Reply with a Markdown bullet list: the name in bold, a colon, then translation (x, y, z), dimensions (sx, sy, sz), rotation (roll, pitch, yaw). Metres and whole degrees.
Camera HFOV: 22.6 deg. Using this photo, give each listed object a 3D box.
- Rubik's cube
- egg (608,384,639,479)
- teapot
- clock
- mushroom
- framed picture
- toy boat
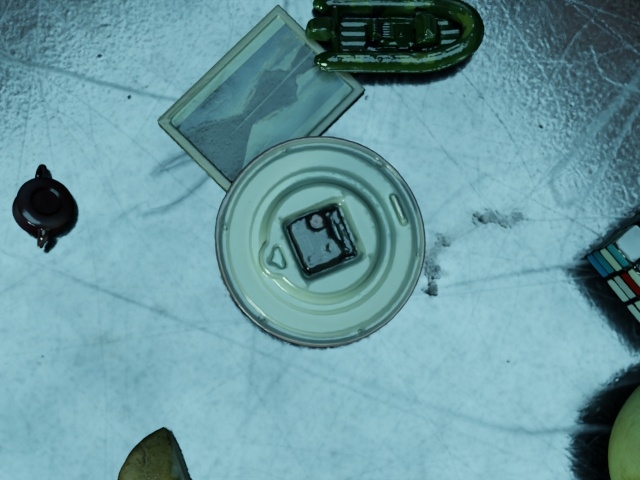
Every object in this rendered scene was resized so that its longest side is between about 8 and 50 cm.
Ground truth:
- **Rubik's cube**: translation (0.417, 0.019, 1.813), dimensions (0.155, 0.154, 0.151), rotation (-41, 86, -7)
- **egg**: translation (0.456, 0.218, 1.761), dimensions (0.295, 0.218, 0.218), rotation (-30, 85, -15)
- **teapot**: translation (-0.322, -0.040, 1.844), dimensions (0.068, 0.045, 0.100), rotation (6, 64, -25)
- **clock**: translation (0.000, 0.000, 1.838), dimensions (0.245, 0.056, 0.244), rotation (0, 87, -6)
- **mushroom**: translation (-0.170, 0.317, 1.795), dimensions (0.094, 0.072, 0.209), rotation (-20, 85, 4)
- **framed picture**: translation (-0.069, -0.158, 1.882), dimensions (0.203, 0.015, 0.150), rotation (-44, 86, -6)
- **toy boat**: translation (0.087, -0.245, 1.879), dimensions (0.210, 0.052, 0.104), rotation (0, 69, -2)
